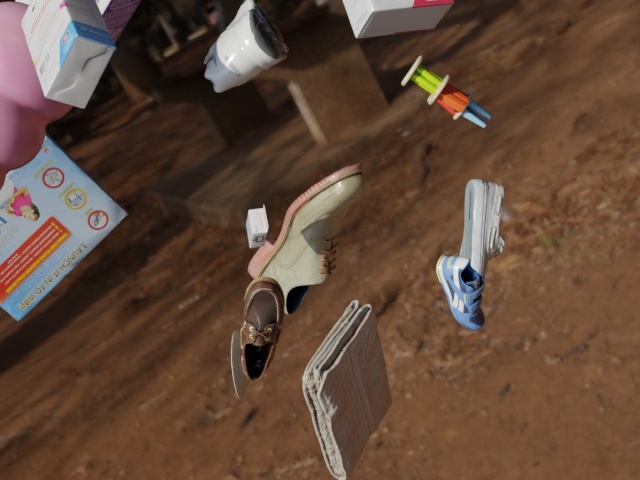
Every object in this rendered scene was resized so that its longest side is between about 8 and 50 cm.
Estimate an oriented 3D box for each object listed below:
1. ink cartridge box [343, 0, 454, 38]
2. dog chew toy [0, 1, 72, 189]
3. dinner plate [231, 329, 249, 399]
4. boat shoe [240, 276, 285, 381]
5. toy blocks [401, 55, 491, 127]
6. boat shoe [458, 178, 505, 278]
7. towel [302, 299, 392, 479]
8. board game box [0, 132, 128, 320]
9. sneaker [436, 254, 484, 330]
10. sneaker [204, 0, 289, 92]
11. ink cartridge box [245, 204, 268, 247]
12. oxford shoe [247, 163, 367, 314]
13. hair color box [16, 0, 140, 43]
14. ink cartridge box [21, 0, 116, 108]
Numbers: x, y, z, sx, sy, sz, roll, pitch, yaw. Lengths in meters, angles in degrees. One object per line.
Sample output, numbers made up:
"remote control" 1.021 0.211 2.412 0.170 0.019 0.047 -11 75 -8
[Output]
"ink cartridge box" 0.076 -0.323 1.189 0.109 0.150 0.063 -11 -17 -22
"dog chew toy" -0.509 -0.202 1.580 0.206 0.206 0.332 2 65 66
"dinner plate" -0.160 0.251 2.050 0.017 0.141 0.141 -5 17 7
"boat shoe" -0.101 0.157 1.745 0.073 0.207 0.073 5 40 -2
"toy blocks" 0.198 -0.221 1.548 0.054 0.148 0.123 -56 2 11
"boat shoe" 0.305 0.001 1.861 0.075 0.226 0.083 6 0 -11
"towel" 0.053 0.252 1.688 0.049 0.282 0.187 15 50 30
"board game box" -0.590 -0.054 1.958 0.308 0.302 0.086 -45 33 -6
"sneaker" 0.242 0.087 1.661 0.059 0.144 0.053 -10 26 40
"sneaker" -0.128 -0.309 1.612 0.129 0.111 0.297 -36 11 10
"ink cartridge box" -0.113 -0.025 1.797 0.028 0.048 0.083 -8 -22 -12
"oxford shoe" 0.000 0.000 2.014 0.140 0.146 0.397 -20 -23 -40
"hair color box" -0.405 -0.488 1.800 0.110 0.185 0.339 -34 -8 -48
"ink cartridge box" -0.345 -0.278 1.372 0.104 0.061 0.181 -54 44 27
